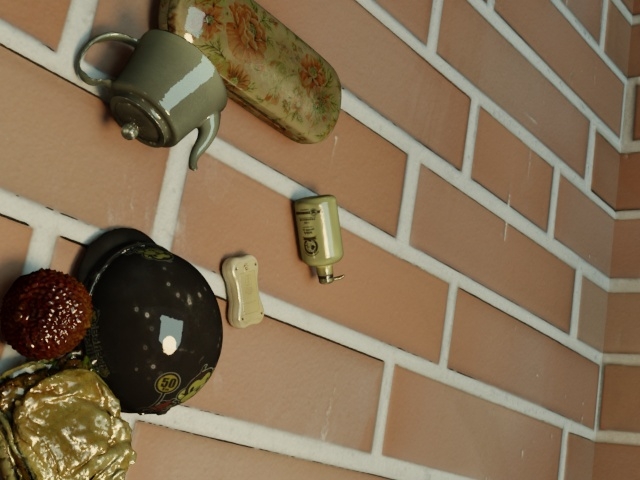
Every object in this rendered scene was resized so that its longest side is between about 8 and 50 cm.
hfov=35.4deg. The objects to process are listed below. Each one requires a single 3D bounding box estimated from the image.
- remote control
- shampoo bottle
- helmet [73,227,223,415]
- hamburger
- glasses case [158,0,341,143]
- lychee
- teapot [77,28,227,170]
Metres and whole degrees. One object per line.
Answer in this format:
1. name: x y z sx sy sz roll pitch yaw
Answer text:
1. remote control: -0.131 0.085 1.695 0.074 0.032 0.122 -12 97 -52
2. shampoo bottle: 0.000 0.000 1.832 0.079 0.079 0.162 -16 101 -51
3. helmet: -0.234 0.119 1.461 0.230 0.160 0.279 -11 97 -50
4. hamburger: -0.358 0.260 1.339 0.183 0.130 0.206 -23 90 -46
5. glasses case: -0.107 -0.302 1.695 0.425 0.098 0.156 31 69 -47
6. lychee: -0.359 0.095 1.331 0.129 0.123 0.123 -20 104 -50
7. teapot: -0.252 -0.209 1.482 0.239 0.162 0.149 42 65 -12
